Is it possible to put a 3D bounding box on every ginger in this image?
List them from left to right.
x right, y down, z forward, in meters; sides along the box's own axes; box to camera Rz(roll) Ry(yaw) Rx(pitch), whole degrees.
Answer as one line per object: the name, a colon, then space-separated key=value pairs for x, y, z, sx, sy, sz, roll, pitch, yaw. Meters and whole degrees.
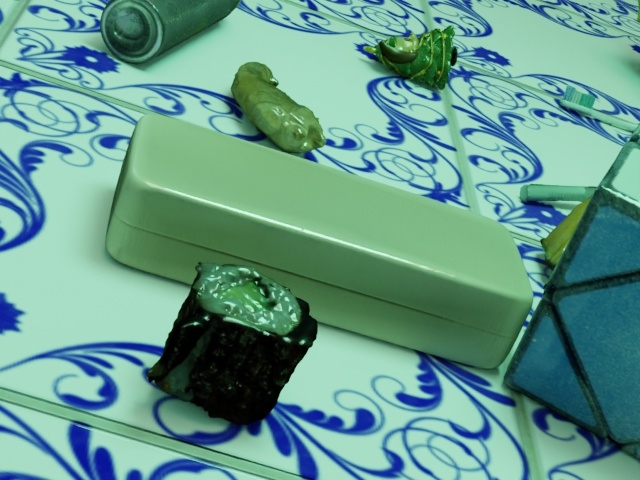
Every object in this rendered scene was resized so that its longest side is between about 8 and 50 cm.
ginger: x=-0.051 y=-0.140 z=1.349 sx=0.069 sy=0.051 sz=0.173 roll=11 pitch=29 yaw=-30

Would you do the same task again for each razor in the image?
razor: x=0.307 y=-0.048 z=1.474 sx=0.211 sy=0.036 sz=0.084 roll=6 pitch=28 yaw=-31

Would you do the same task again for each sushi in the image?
sushi: x=-0.059 y=0.071 z=0.891 sx=0.094 sy=0.084 sz=0.098 roll=23 pitch=30 yaw=-7

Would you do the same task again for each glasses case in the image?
glasses case: x=0.000 y=0.000 z=1.084 sx=0.337 sy=0.076 sz=0.144 roll=17 pitch=27 yaw=-11

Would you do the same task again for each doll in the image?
doll: x=0.113 y=-0.216 z=1.642 sx=0.113 sy=0.076 sz=0.078 roll=-11 pitch=4 yaw=-4

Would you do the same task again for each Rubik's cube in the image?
Rubik's cube: x=0.295 y=0.041 z=1.064 sx=0.205 sy=0.205 sz=0.207 roll=28 pitch=37 yaw=11

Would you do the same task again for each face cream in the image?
face cream: x=-0.152 y=-0.260 z=1.473 sx=0.073 sy=0.073 sz=0.283 roll=26 pitch=26 yaw=6

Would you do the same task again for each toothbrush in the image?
toothbrush: x=0.458 y=-0.143 z=1.799 sx=0.304 sy=0.030 sz=0.030 roll=19 pitch=25 yaw=-13

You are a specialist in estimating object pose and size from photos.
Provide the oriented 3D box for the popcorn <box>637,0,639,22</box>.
popcorn: x=0.592 y=-0.315 z=2.010 sx=0.242 sy=0.235 sz=0.250 roll=30 pitch=33 yaw=-47

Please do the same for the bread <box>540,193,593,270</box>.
bread: x=0.343 y=-0.002 z=1.299 sx=0.252 sy=0.133 sz=0.174 roll=-4 pitch=39 yaw=-45
